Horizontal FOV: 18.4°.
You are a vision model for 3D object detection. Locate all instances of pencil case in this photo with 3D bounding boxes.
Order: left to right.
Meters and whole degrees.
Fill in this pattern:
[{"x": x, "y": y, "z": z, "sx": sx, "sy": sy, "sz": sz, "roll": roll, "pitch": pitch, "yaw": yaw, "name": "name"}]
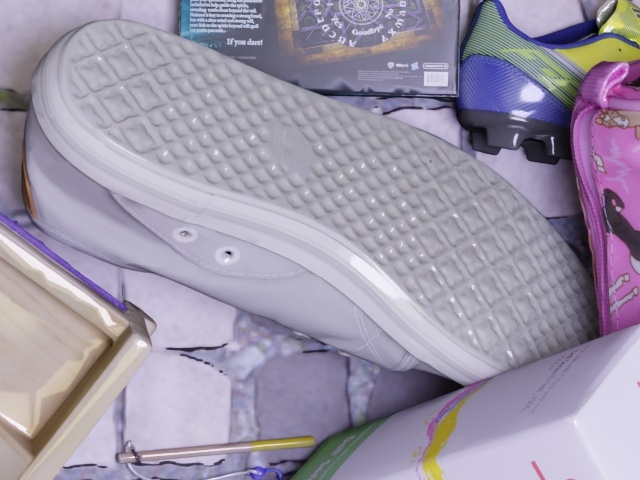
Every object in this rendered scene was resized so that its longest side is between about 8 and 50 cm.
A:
[{"x": 0.255, "y": 0.062, "z": 1.264, "sx": 0.167, "sy": 0.160, "sz": 0.386, "roll": -25, "pitch": 115, "yaw": -45, "name": "pencil case"}]

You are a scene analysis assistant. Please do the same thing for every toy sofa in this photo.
[{"x": -0.283, "y": 0.003, "z": 1.174, "sx": 0.362, "sy": 0.177, "sz": 0.150, "roll": 37, "pitch": 91, "yaw": -11, "name": "toy sofa"}]

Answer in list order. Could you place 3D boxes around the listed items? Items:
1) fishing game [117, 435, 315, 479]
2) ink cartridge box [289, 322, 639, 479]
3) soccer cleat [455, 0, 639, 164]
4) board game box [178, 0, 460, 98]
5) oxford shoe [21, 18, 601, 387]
[{"x": -0.047, "y": 0.262, "z": 1.305, "sx": 0.189, "sy": 0.041, "sz": 0.264, "roll": 1, "pitch": 83, "yaw": -12, "name": "fishing game"}, {"x": 0.148, "y": 0.187, "z": 1.198, "sx": 0.207, "sy": 0.353, "sz": 0.119, "roll": 58, "pitch": 42, "yaw": -7, "name": "ink cartridge box"}, {"x": 0.233, "y": -0.106, "z": 1.347, "sx": 0.289, "sy": 0.093, "sz": 0.121, "roll": 6, "pitch": 88, "yaw": -13, "name": "soccer cleat"}, {"x": 0.000, "y": -0.158, "z": 1.300, "sx": 0.186, "sy": 0.026, "sz": 0.126, "roll": 2, "pitch": 91, "yaw": 1, "name": "board game box"}, {"x": 0.000, "y": 0.000, "z": 1.284, "sx": 0.449, "sy": 0.130, "sz": 0.169, "roll": 24, "pitch": 47, "yaw": -23, "name": "oxford shoe"}]
